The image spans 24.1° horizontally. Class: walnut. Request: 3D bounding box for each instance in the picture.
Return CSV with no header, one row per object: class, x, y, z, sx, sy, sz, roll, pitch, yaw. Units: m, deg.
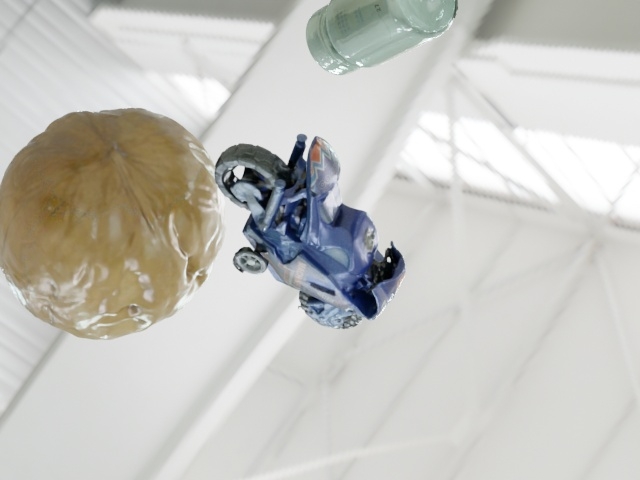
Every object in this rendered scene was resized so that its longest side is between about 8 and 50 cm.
walnut,-0.176,-0.018,1.254,0.221,0.195,0.195,106,6,-64

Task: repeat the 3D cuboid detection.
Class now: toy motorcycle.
toy motorcycle,0.000,0.000,1.144,0.114,0.205,0.076,-4,-135,32

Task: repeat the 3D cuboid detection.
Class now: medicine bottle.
medicine bottle,0.031,-0.120,0.808,0.083,0.047,0.047,-18,-137,53
